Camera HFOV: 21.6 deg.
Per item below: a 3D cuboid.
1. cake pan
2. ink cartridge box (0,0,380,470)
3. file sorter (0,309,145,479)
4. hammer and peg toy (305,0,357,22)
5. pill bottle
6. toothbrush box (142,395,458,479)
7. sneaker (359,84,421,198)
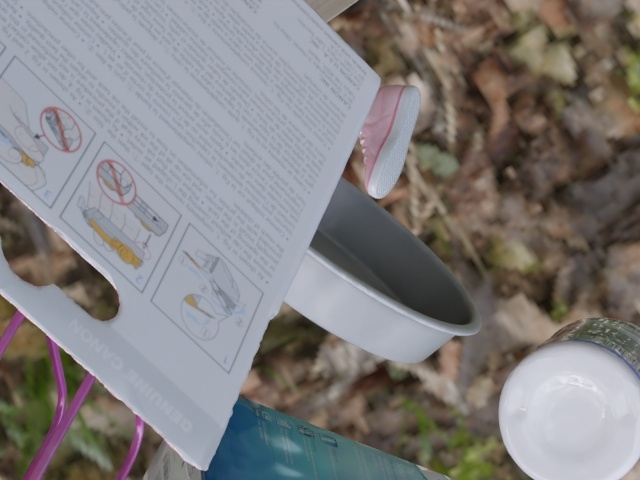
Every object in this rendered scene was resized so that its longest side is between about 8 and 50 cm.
[{"bbox_3d":[0.000,0.000,1.368,0.054,0.293,0.293,-53,153,13],"label":"cake pan"},{"bbox_3d":[-0.083,-0.049,0.622,0.066,0.189,0.232,-28,-154,42],"label":"ink cartridge box"},{"bbox_3d":[-0.293,0.125,1.222,0.202,0.290,0.182,93,19,-54],"label":"file sorter"},{"bbox_3d":[-0.014,-0.336,1.451,0.361,0.266,0.127,-34,-161,26],"label":"hammer and peg toy"},{"bbox_3d":[0.146,0.083,0.903,0.078,0.078,0.137,-36,173,18],"label":"pill bottle"},{"bbox_3d":[0.004,0.266,1.433,0.295,0.216,0.126,22,110,-17],"label":"toothbrush box"},{"bbox_3d":[0.055,-0.108,1.781,0.070,0.134,0.051,10,157,22],"label":"sneaker"}]
